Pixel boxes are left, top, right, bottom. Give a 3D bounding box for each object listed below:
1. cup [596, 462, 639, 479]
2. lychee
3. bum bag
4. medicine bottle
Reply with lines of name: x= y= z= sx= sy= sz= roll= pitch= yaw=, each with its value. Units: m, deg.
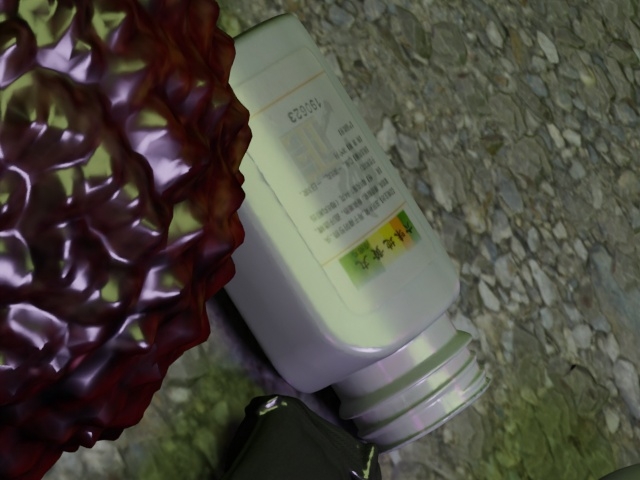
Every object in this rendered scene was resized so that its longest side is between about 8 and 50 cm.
cup: x=0.246 y=0.325 z=1.428 sx=0.212 sy=0.212 sz=0.317 roll=46 pitch=42 yaw=-16
lychee: x=-0.241 y=-0.045 z=1.007 sx=0.424 sy=0.424 sz=0.500 roll=38 pitch=20 yaw=-24
bum bag: x=-0.055 y=0.217 z=1.293 sx=0.142 sy=0.079 sz=0.326 roll=59 pitch=37 yaw=-13
medicine bottle: x=0.000 y=0.000 z=1.433 sx=0.324 sy=0.124 sz=0.179 roll=56 pitch=39 yaw=-3
